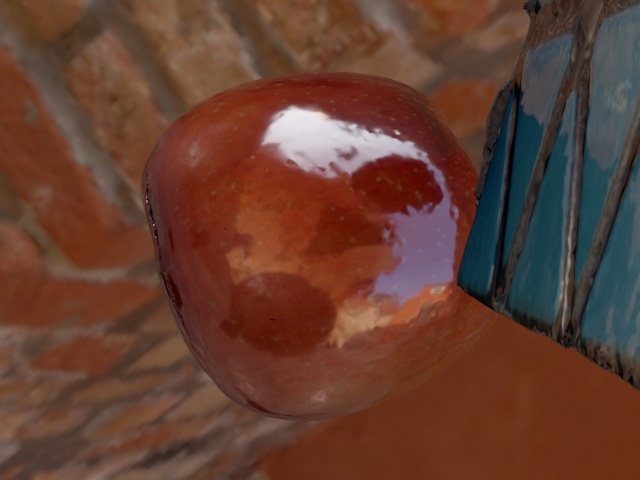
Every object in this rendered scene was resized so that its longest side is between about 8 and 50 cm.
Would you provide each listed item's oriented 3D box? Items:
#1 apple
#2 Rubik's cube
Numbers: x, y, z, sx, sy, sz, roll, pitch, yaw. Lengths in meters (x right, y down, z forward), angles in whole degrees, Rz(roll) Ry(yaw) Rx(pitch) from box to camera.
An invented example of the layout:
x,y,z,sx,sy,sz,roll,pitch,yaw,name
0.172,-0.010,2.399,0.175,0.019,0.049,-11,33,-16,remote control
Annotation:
x,y,z,sx,sy,sz,roll,pitch,yaw,name
0.000,0.000,0.876,0.181,0.168,0.181,-20,90,-88,apple
0.138,-0.056,0.494,0.233,0.228,0.229,46,0,42,Rubik's cube
